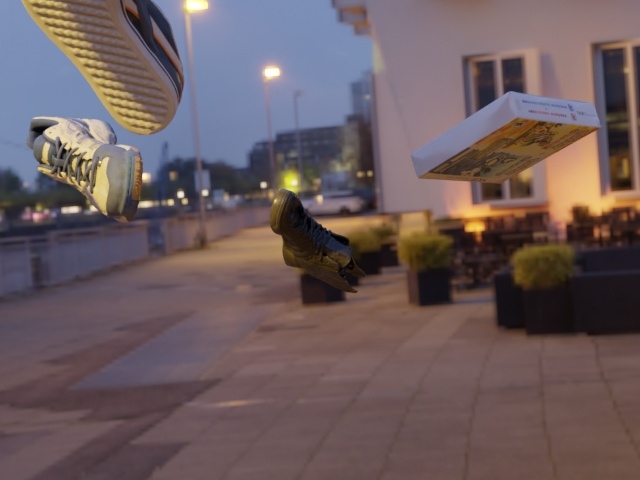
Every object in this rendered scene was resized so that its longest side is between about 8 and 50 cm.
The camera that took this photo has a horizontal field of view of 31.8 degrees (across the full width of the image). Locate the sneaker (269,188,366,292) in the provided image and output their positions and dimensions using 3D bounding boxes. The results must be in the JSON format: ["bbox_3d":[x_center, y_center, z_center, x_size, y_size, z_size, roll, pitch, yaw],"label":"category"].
[{"bbox_3d":[-0.001,0.002,1.296,0.089,0.051,0.170,15,-28,17],"label":"sneaker"}]

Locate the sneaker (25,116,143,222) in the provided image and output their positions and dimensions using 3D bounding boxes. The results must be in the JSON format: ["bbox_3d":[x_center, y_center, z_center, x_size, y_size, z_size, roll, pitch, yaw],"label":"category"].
[{"bbox_3d":[-0.348,-0.105,1.624,0.131,0.112,0.296,8,15,-30],"label":"sneaker"}]

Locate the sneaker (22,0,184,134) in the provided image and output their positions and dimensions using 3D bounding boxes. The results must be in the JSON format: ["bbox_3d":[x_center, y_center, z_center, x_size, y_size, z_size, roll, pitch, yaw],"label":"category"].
[{"bbox_3d":[-0.282,-0.292,1.424,0.126,0.321,0.127,-20,26,15],"label":"sneaker"}]

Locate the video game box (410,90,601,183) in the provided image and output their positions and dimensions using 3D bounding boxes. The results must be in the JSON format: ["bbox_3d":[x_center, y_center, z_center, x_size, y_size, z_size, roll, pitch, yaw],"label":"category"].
[{"bbox_3d":[0.265,-0.143,1.613,0.187,0.048,0.205,-2,-20,-40],"label":"video game box"}]
